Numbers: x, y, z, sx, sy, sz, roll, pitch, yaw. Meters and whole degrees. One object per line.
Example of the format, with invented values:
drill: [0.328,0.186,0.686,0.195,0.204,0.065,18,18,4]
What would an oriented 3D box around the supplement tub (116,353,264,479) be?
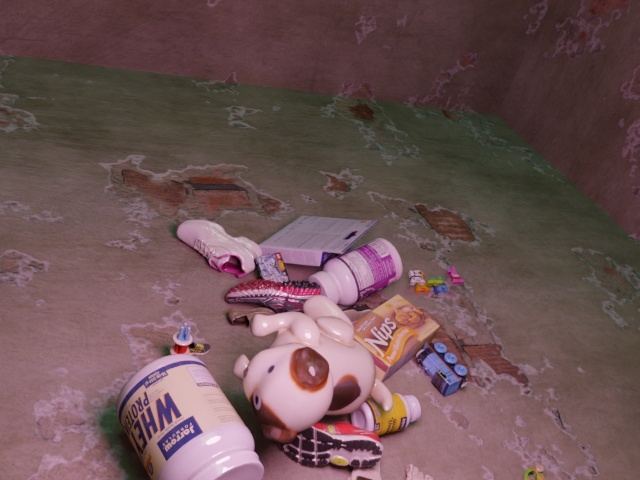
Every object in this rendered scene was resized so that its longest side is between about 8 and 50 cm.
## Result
supplement tub: [-0.295,0.445,1.470,0.235,0.236,0.325,-12,44,-38]

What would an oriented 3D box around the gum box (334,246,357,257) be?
gum box: [0.136,0.097,2.365,0.156,0.041,0.184,12,35,-11]

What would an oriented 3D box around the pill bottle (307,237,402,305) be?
pill bottle: [0.114,0.118,2.181,0.301,0.169,0.169,-24,51,-26]

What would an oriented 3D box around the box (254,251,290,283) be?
box: [-0.155,0.113,2.143,0.093,0.027,0.137,-12,76,-33]

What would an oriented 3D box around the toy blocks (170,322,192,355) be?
toy blocks: [-0.357,0.305,1.719,0.054,0.148,0.123,-6,41,-33]

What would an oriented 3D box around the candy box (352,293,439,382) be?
candy box: [0.219,0.305,2.067,0.182,0.088,0.316,37,38,24]

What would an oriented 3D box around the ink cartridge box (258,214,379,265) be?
ink cartridge box: [0.000,0.000,2.289,0.329,0.072,0.324,6,24,28]

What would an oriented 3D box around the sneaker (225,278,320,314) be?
sneaker: [-0.149,0.188,2.037,0.298,0.112,0.121,3,10,-2]

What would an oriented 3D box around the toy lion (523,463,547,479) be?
toy lion: [0.594,0.675,1.785,0.096,0.034,0.100,-8,41,-24]

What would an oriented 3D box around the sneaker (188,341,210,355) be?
sneaker: [-0.347,0.303,1.829,0.083,0.035,0.031,-6,42,-34]

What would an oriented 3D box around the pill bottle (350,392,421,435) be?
pill bottle: [0.182,0.477,1.788,0.184,0.103,0.103,-4,40,-30]

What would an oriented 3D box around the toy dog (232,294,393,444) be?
toy dog: [-0.039,0.348,1.598,0.395,0.285,0.408,41,14,16]

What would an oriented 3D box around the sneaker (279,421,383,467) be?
sneaker: [0.022,0.515,1.673,0.278,0.108,0.118,12,10,1]

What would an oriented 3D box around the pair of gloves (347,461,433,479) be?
pair of gloves: [0.185,0.629,1.628,0.240,0.042,0.204,22,33,2]

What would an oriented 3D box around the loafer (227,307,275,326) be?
loafer: [-0.210,0.239,1.979,0.147,0.056,0.050,0,37,-10]

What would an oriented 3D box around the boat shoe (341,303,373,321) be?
boat shoe: [0.111,0.238,2.147,0.132,0.049,0.042,-2,35,-34]

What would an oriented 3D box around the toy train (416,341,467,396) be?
toy train: [0.376,0.396,2.029,0.105,0.080,0.184,-14,46,-32]

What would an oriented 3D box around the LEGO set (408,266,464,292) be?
LEGO set: [0.403,0.138,2.398,0.227,0.087,0.093,2,52,-25]

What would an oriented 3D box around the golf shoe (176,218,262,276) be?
golf shoe: [-0.349,0.025,2.162,0.306,0.115,0.140,20,37,3]
